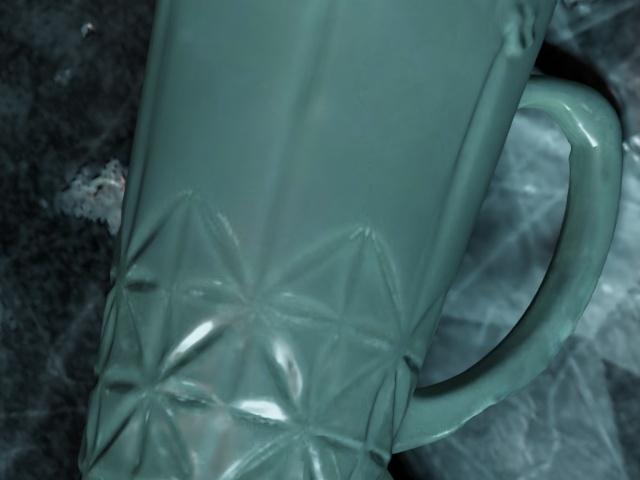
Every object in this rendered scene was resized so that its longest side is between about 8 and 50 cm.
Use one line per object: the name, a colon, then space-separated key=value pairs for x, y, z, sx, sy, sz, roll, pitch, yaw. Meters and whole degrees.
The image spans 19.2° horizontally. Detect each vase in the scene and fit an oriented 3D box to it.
vase: x=0.000 y=0.000 z=0.723 sx=0.156 sy=0.251 sz=0.301 roll=-7 pitch=66 yaw=64

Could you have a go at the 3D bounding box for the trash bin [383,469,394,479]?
trash bin: x=-0.001 y=0.254 z=0.830 sx=0.220 sy=0.219 sz=0.250 roll=-31 pitch=83 yaw=29
